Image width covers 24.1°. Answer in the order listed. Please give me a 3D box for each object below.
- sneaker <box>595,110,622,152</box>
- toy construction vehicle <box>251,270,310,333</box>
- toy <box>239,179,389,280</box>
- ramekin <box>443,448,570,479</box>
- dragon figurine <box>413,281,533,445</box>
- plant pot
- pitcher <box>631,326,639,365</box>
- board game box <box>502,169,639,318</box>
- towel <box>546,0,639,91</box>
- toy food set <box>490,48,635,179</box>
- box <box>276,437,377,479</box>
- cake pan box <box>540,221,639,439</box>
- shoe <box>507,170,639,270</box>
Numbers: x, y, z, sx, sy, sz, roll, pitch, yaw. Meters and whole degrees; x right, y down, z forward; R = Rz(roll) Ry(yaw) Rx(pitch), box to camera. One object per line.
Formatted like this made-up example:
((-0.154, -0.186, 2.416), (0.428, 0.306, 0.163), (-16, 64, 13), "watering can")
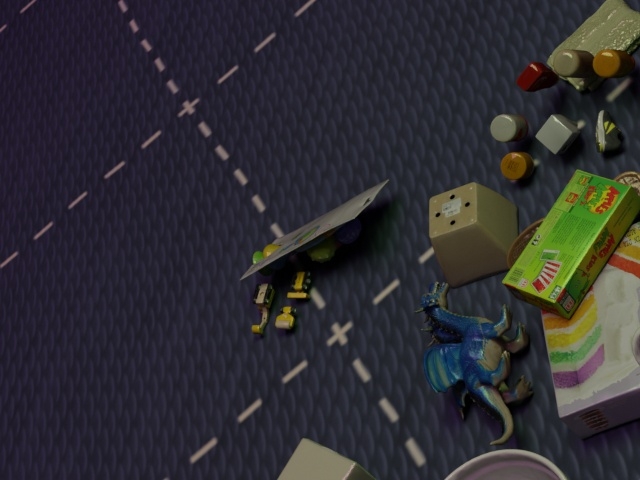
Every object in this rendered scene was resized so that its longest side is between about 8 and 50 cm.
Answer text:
((0.399, -0.148, 2.076), (0.035, 0.031, 0.083), (6, 45, 6), "sneaker")
((-0.057, 0.095, 2.249), (0.086, 0.035, 0.098), (-3, 57, 25), "toy construction vehicle")
((0.000, 0.000, 2.243), (0.237, 0.056, 0.137), (-24, 15, 34), "toy")
((0.223, 0.356, 1.732), (0.207, 0.109, 0.207), (-23, 45, 25), "ramekin")
((0.190, 0.171, 1.933), (0.144, 0.085, 0.289), (-21, 45, 26), "dragon figurine")
((0.204, -0.016, 2.070), (0.109, 0.096, 0.109), (-20, 47, 27), "plant pot")
((0.459, 0.153, 1.661), (0.207, 0.178, 0.125), (-18, 12, 31), "pitcher")
((0.319, 0.003, 1.898), (0.092, 0.043, 0.181), (22, 73, 48), "board game box")
((0.406, -0.285, 2.182), (0.148, 0.027, 0.110), (-43, 41, 3), "towel")
((0.334, -0.192, 2.116), (0.111, 0.104, 0.232), (43, 113, 18), "toy food set")
((-0.037, 0.401, 1.922), (0.113, 0.094, 0.275), (20, 70, 47), "box")
((0.404, 0.090, 1.838), (0.267, 0.070, 0.246), (-24, 47, 24), "cake pan box")
((0.348, -0.014, 1.988), (0.219, 0.058, 0.076), (-33, 72, 20), "shoe")
